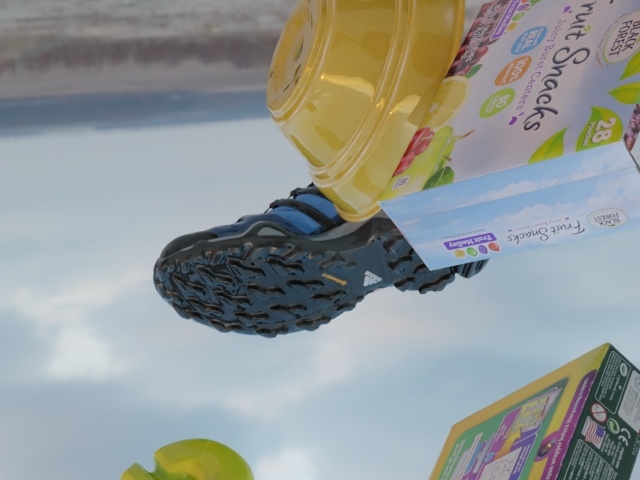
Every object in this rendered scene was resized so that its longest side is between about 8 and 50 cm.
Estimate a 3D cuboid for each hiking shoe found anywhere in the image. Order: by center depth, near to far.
[{"bbox_3d":[0.000,0.000,1.227,0.304,0.113,0.132,-9,-144,-5],"label":"hiking shoe"}]

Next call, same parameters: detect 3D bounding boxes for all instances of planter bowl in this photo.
[{"bbox_3d":[0.018,-0.130,1.043,0.090,0.217,0.217,18,178,-20],"label":"planter bowl"}]

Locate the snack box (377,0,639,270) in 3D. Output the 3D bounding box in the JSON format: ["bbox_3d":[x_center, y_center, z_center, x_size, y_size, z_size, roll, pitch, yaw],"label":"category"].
[{"bbox_3d":[0.153,-0.087,0.845,0.174,0.070,0.207,-12,-143,42],"label":"snack box"}]

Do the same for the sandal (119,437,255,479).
[{"bbox_3d":[-0.187,0.274,1.038,0.317,0.138,0.126,-18,-149,-23],"label":"sandal"}]

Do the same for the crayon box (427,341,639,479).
[{"bbox_3d":[0.235,0.331,1.691,0.313,0.106,0.363,-39,-168,45],"label":"crayon box"}]
